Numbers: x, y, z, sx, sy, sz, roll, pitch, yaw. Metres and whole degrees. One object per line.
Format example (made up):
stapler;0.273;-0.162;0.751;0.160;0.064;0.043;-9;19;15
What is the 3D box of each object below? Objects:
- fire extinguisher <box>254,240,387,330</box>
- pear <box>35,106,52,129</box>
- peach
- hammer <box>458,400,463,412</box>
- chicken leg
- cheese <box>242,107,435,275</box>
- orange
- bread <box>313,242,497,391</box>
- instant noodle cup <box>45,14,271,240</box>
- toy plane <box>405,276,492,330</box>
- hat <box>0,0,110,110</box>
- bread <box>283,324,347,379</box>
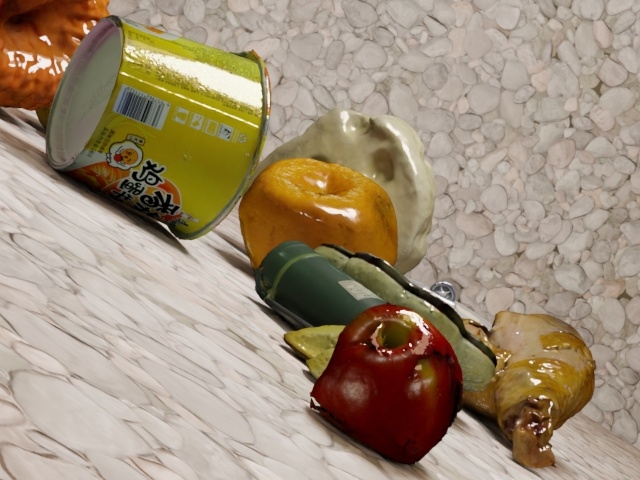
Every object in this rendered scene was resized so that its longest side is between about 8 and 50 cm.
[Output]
fire extinguisher;0.038;0.101;1.377;0.118;0.093;0.294;11;17;-42
pear;-0.359;-0.212;1.875;0.178;0.178;0.178;33;2;-1
peach;0.068;0.135;1.034;0.092;0.127;0.172;25;-28;36
hammer;0.083;0.156;1.643;0.058;0.029;0.292;34;-1;-42
chicken leg;0.251;0.204;1.703;0.295;0.182;0.409;24;18;3
cheese;0.027;-0.060;1.934;0.326;0.318;0.115;18;-2;22
orange;0.000;0.000;1.752;0.249;0.183;0.249;11;26;-5
bread;0.109;0.101;1.510;0.286;0.056;0.207;37;-13;-5
instant noodle cup;-0.213;-0.149;1.521;0.200;0.264;0.264;20;9;-31
toy plane;0.208;0.157;2.064;0.267;0.122;0.267;33;-17;11
hat;-0.496;-0.358;1.736;0.400;0.285;0.285;30;0;40
bread;0.038;0.125;1.200;0.187;0.065;0.149;37;9;34
